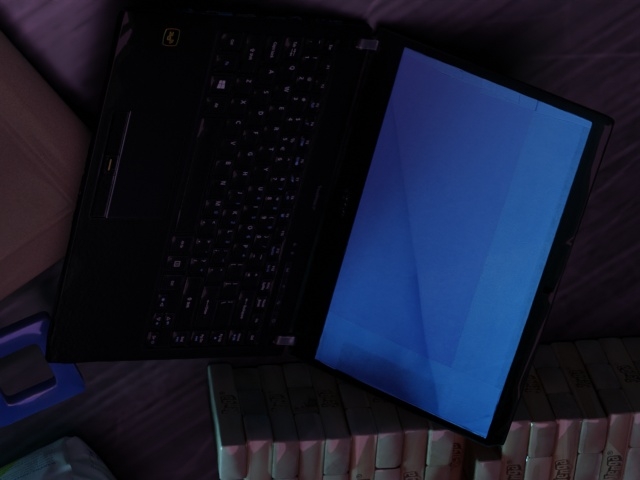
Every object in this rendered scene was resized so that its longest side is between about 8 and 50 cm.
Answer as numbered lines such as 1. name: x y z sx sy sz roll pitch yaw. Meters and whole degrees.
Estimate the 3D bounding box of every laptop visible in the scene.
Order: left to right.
1. laptop: 0.000 0.000 1.131 0.264 0.136 0.234 0 118 -31

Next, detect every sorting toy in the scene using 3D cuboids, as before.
1. sorting toy: -0.238 -0.037 1.131 0.196 0.047 0.348 -36 122 6

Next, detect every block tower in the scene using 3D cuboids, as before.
1. block tower: 0.094 0.133 1.274 0.335 0.091 0.097 -2 121 -9

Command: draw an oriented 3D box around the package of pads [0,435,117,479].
1. package of pads: -0.185 0.293 1.311 0.229 0.101 0.296 -27 123 7
